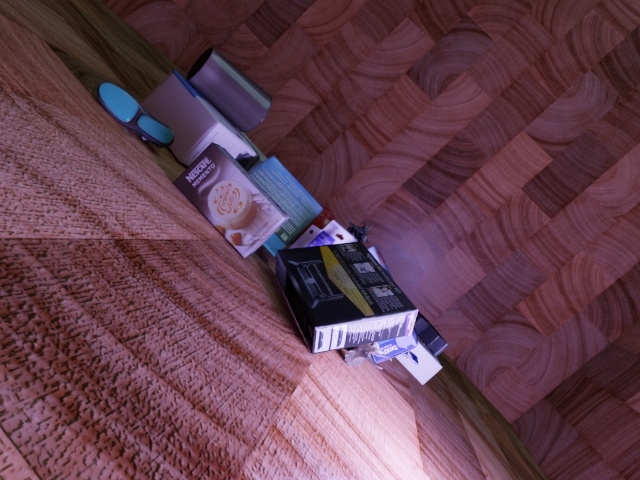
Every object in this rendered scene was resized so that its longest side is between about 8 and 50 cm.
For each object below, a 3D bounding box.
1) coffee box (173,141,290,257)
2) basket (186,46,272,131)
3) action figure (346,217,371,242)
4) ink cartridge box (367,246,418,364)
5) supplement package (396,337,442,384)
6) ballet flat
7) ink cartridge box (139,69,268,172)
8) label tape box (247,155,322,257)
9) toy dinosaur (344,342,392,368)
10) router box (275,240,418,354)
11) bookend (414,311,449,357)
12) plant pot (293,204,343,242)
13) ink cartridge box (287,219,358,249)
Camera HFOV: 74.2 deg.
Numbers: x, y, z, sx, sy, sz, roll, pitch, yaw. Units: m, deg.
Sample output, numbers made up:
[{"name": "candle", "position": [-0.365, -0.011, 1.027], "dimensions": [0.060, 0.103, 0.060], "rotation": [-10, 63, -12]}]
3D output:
[{"name": "coffee box", "position": [-0.212, -0.097, 1.032], "dimensions": [0.246, 0.141, 0.098], "rotation": [46, 7, 0]}, {"name": "basket", "position": [-0.290, -0.476, 1.334], "dimensions": [0.227, 0.154, 0.204], "rotation": [36, 9, -37]}, {"name": "action figure", "position": [0.128, 0.034, 1.827], "dimensions": [0.164, 0.276, 0.141], "rotation": [41, 8, -42]}, {"name": "ink cartridge box", "position": [0.200, 0.227, 1.397], "dimensions": [0.270, 0.151, 0.395], "rotation": [7, 60, -78]}, {"name": "supplement package", "position": [0.362, 0.441, 1.632], "dimensions": [0.179, 0.105, 0.105], "rotation": [46, 6, 1]}, {"name": "ballet flat", "position": [-0.458, -0.302, 1.048], "dimensions": [0.203, 0.074, 0.074], "rotation": [38, 9, -22]}, {"name": "ink cartridge box", "position": [-0.347, -0.322, 1.396], "dimensions": [0.285, 0.166, 0.395], "rotation": [50, 7, 23]}, {"name": "label tape box", "position": [-0.165, -0.088, 1.271], "dimensions": [0.240, 0.106, 0.333], "rotation": [47, 37, -4]}, {"name": "toy dinosaur", "position": [0.073, 0.235, 1.119], "dimensions": [0.160, 0.121, 0.313], "rotation": [59, 1, -3]}, {"name": "router box", "position": [0.047, 0.119, 1.021], "dimensions": [0.309, 0.243, 0.080], "rotation": [-123, -147, -54]}, {"name": "bookend", "position": [0.386, 0.341, 1.605], "dimensions": [0.156, 0.072, 0.157], "rotation": [40, 9, -41]}, {"name": "plant pot", "position": [-0.010, -0.021, 1.664], "dimensions": [0.191, 0.191, 0.174], "rotation": [41, 11, -42]}, {"name": "ink cartridge box", "position": [-0.004, 0.030, 1.305], "dimensions": [0.045, 0.208, 0.206], "rotation": [51, 7, 31]}]
